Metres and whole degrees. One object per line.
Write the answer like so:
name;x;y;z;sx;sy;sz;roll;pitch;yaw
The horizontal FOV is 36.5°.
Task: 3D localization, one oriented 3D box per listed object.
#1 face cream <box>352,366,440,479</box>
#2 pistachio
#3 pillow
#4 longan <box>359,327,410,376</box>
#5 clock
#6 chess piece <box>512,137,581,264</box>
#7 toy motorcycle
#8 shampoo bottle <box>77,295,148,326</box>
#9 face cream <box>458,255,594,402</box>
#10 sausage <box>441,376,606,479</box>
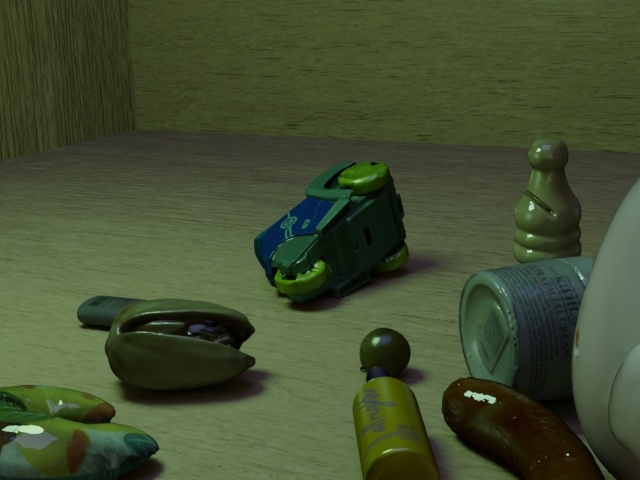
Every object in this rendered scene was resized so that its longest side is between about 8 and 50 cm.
face cream;0.077;0.207;1.093;0.078;0.078;0.273;-2;15;-1
pistachio;-0.190;0.144;1.313;0.206;0.131;0.129;2;59;-4
pillow;-0.315;0.222;1.107;0.214;0.086;0.233;1;8;-34
longan;0.083;0.157;1.326;0.083;0.075;0.075;-41;-3;26
clock;0.406;0.079;0.977;0.368;0.377;0.250;-16;16;-42
chess piece;0.322;0.006;1.373;0.139;0.307;0.124;-11;18;-28
toy motorcycle;0.000;0.000;1.731;0.200;0.191;0.326;7;31;42
shampoo bottle;-0.303;0.117;1.556;0.165;0.040;0.080;5;15;22
face cream;0.274;0.115;1.225;0.153;0.177;0.177;-8;16;-15
sausage;0.220;0.221;1.028;0.103;0.076;0.302;-5;15;-12
